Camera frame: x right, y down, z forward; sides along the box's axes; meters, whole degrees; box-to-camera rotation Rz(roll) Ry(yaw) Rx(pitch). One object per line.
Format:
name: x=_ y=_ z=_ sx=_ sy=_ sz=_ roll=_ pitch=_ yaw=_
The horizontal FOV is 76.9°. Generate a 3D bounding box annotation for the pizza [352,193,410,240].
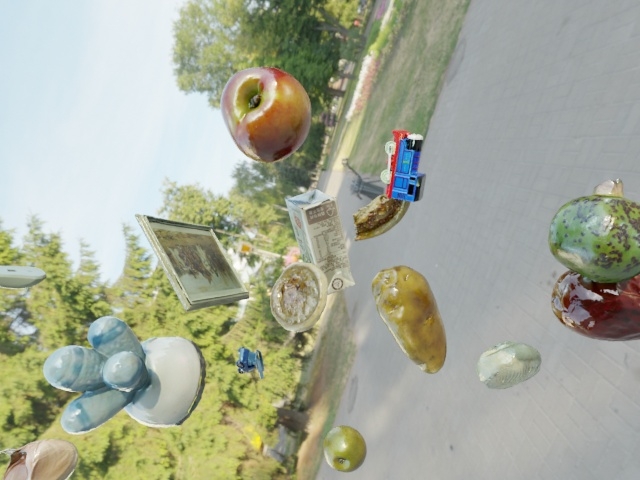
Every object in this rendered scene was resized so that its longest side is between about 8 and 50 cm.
pizza: x=0.198 y=-0.079 z=1.367 sx=0.270 sy=0.134 sz=0.056 roll=-29 pitch=42 yaw=30

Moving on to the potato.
potato: x=0.301 y=0.251 z=1.298 sx=0.370 sy=0.176 sz=0.195 roll=62 pitch=-162 yaw=-6

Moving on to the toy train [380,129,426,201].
toy train: x=0.258 y=-0.225 z=1.220 sx=0.082 sy=0.130 sz=0.204 roll=-25 pitch=-55 yaw=-54

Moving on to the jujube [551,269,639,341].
jujube: x=0.854 y=0.186 z=1.174 sx=0.223 sy=0.317 sz=0.224 roll=6 pitch=-90 yaw=-81

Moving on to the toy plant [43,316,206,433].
toy plant: x=-0.460 y=0.310 z=0.925 sx=0.332 sy=0.246 sz=0.248 roll=35 pitch=-115 yaw=-53

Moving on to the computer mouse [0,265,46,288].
computer mouse: x=-0.536 y=0.065 z=0.690 sx=0.110 sy=0.055 sz=0.032 roll=10 pitch=-79 yaw=-50

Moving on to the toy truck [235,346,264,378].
toy truck: x=-0.214 y=0.381 z=1.235 sx=0.136 sy=0.073 sz=0.063 roll=91 pitch=180 yaw=-47

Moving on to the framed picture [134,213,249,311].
framed picture: x=-0.253 y=0.043 z=0.856 sx=0.017 sy=0.217 sz=0.274 roll=-34 pitch=-9 yaw=10

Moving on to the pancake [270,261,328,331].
pancake: x=-0.048 y=0.114 z=0.832 sx=0.151 sy=0.025 sz=0.152 roll=-15 pitch=64 yaw=35

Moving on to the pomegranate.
pomegranate: x=0.743 y=-0.025 z=1.063 sx=0.254 sy=0.253 sz=0.271 roll=-179 pitch=100 yaw=-87

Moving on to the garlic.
garlic: x=-0.520 y=0.423 z=0.718 sx=0.174 sy=0.099 sz=0.124 roll=-42 pitch=-28 yaw=18

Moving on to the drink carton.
drink carton: x=0.000 y=-0.001 z=1.376 sx=0.194 sy=0.131 sz=0.325 roll=-139 pitch=32 yaw=-64

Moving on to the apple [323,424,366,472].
apple: x=0.049 y=0.424 z=0.817 sx=0.074 sy=0.089 sz=0.090 roll=-51 pitch=-21 yaw=-69

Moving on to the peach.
peach: x=-0.147 y=-0.344 z=1.157 sx=0.274 sy=0.248 sz=0.246 roll=4 pitch=-85 yaw=-71

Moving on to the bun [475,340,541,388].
bun: x=0.717 y=0.466 z=1.544 sx=0.239 sy=0.238 sz=0.142 roll=109 pitch=153 yaw=-44
